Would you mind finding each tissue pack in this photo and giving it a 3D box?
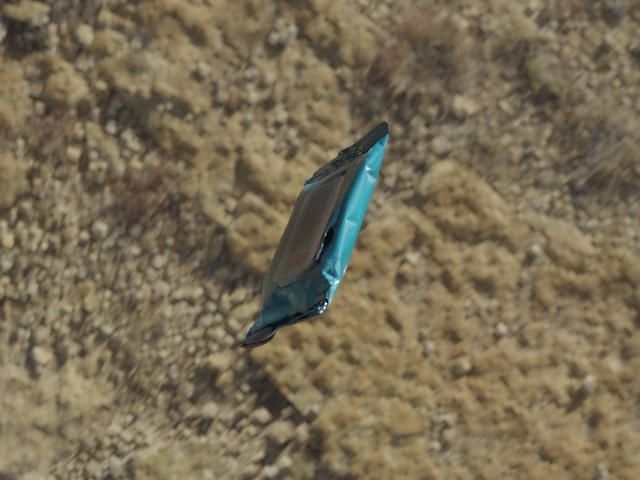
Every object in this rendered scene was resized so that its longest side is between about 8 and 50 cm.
[{"bbox_3d":[0.000,0.000,0.951,0.028,0.085,0.138,32,56,-22],"label":"tissue pack"}]
